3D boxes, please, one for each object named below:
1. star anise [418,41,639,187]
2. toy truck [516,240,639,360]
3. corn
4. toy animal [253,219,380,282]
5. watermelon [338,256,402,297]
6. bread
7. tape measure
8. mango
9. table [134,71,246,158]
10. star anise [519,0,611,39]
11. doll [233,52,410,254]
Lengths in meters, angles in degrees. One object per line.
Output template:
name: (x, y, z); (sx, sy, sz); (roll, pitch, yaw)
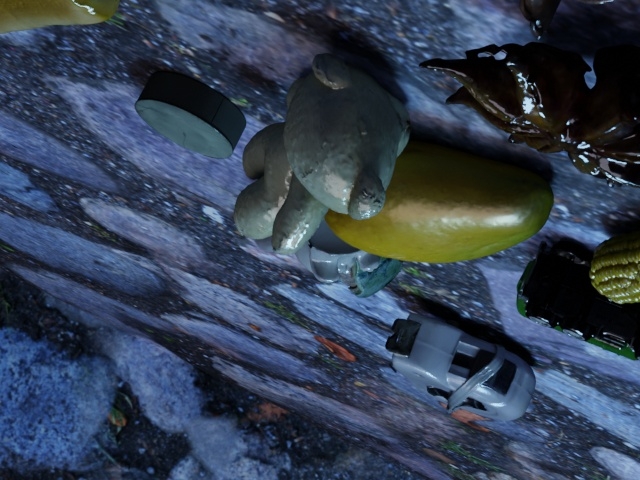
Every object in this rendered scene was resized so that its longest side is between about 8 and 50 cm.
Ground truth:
star anise: (0.219, -0.119, 1.224); (0.272, 0.102, 0.272); (25, 173, 3)
toy truck: (0.337, 0.084, 1.689); (0.242, 0.101, 0.125); (21, 168, 24)
corn: (0.353, 0.022, 1.504); (0.080, 0.080, 0.238); (30, 165, -15)
toy animal: (-0.001, 0.001, 1.907); (0.131, 0.104, 0.221); (57, 161, -3)
watermelon: (0.035, 0.028, 2.034); (0.139, 0.071, 0.187); (25, 165, 19)
bread: (-0.322, -0.283, 1.550); (0.142, 0.091, 0.305); (29, 165, -38)
tape measure: (0.221, 0.198, 2.191); (0.197, 0.120, 0.236); (16, 166, 24)
mango: (0.119, -0.043, 1.610); (0.317, 0.119, 0.176); (1, 149, 37)
table: (-0.158, -0.153, 1.797); (0.133, 0.043, 0.133); (24, 163, 7)
star anise: (0.150, -0.227, 1.076); (0.172, 0.063, 0.208); (36, 168, -12)
doll: (-0.002, -0.089, 1.550); (0.278, 0.149, 0.175); (-21, 89, 58)
